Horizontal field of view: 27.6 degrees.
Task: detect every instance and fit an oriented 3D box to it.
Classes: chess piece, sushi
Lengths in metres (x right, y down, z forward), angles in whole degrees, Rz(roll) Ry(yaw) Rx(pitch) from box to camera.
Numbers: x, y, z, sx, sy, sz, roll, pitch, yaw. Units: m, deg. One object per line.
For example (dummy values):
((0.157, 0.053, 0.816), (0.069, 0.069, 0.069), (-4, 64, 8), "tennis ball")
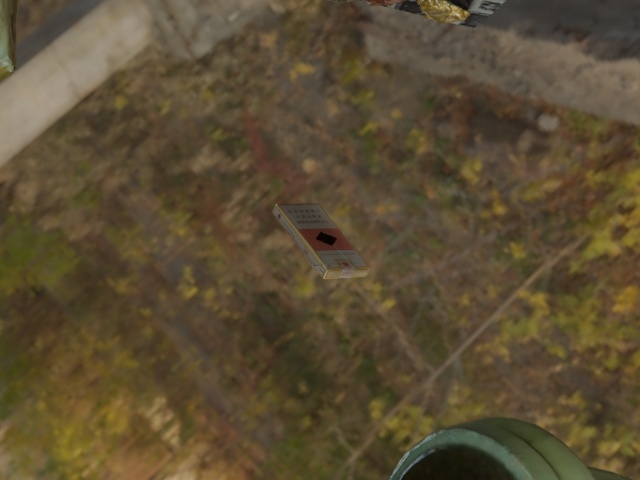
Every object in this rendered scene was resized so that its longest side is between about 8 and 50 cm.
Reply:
((0.194, 0.199, 0.856), (0.298, 0.176, 0.176), (5, -166, -37), "chess piece")
((0.075, -0.215, 1.117), (0.201, 0.031, 0.139), (11, 163, -15), "sushi")

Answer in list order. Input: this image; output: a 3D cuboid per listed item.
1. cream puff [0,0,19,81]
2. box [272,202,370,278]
((-0.312, -0.238, 0.763), (0.378, 0.275, 0.378), (180, 90, -78), "cream puff")
((0.000, 0.000, 1.045), (0.083, 0.046, 0.012), (53, 129, 36), "box")
